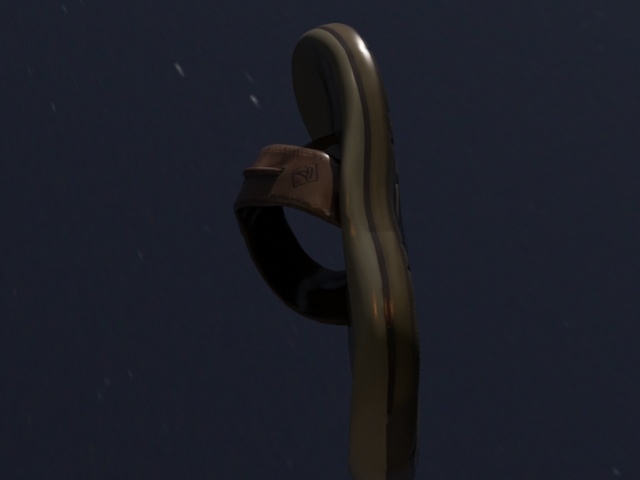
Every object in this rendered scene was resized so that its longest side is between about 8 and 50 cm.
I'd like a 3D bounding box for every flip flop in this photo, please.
[{"bbox_3d":[0.000,0.000,0.905,0.080,0.277,0.112,-7,-44,2],"label":"flip flop"}]
